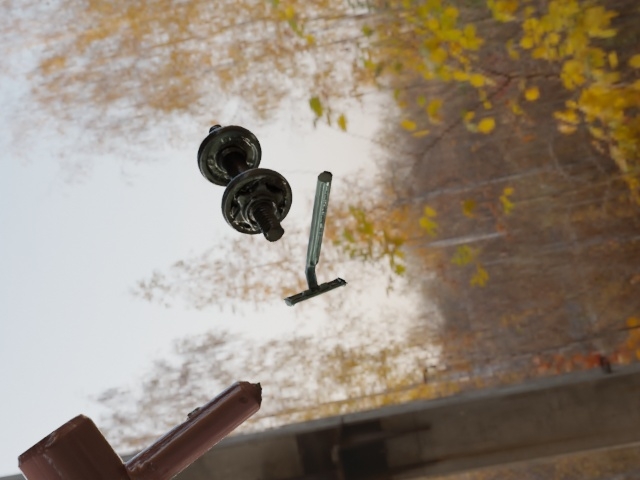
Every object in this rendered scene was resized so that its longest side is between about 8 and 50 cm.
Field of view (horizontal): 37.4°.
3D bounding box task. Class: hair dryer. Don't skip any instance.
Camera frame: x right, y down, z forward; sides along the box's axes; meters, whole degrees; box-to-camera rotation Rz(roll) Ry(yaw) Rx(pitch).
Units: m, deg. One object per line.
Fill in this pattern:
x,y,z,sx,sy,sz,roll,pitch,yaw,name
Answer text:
-0.241,0.300,1.393,0.210,0.352,0.125,54,163,1,hair dryer

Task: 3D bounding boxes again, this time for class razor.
-0.004,-0.005,1.177,0.036,0.084,0.211,50,149,37,razor

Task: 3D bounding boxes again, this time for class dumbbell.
-0.088,-0.071,1.067,0.254,0.082,0.081,-122,12,-52,dumbbell
